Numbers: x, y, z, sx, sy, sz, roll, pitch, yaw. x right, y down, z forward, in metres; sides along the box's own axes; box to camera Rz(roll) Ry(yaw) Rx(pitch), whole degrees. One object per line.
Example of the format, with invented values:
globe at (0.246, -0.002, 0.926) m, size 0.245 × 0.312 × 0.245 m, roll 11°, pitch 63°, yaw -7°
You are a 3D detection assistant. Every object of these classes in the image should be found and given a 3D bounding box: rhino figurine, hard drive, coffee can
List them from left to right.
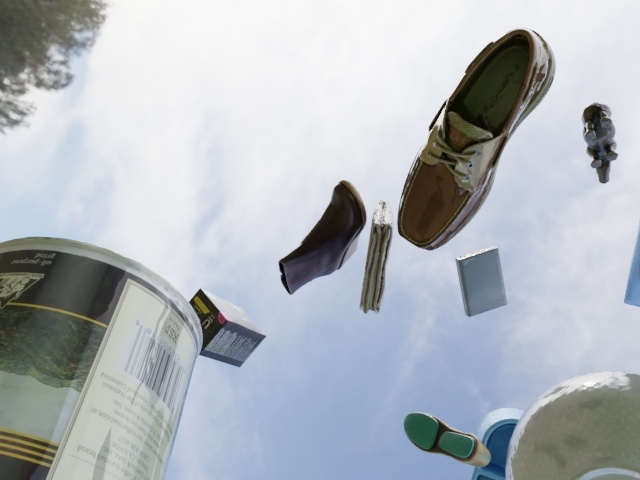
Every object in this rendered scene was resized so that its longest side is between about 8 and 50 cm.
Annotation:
coffee can at (-0.208, 0.163, 0.405) m, size 0.201 × 0.201 × 0.275 m, roll -35°, pitch -148°, yaw 33°
hard drive at (0.345, 0.088, 1.269) m, size 0.022 × 0.094 × 0.135 m, roll -131°, pitch -155°, yaw -72°
rhino figurine at (0.681, -0.229, 1.434) m, size 0.073 × 0.243 × 0.106 m, roll -10°, pitch -135°, yaw 24°

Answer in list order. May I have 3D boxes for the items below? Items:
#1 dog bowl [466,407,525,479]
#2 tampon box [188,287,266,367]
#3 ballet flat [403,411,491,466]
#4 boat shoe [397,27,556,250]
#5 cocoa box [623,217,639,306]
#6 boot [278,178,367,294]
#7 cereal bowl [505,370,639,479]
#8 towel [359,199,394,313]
dog bowl at (0.402, 0.518, 1.289) m, size 0.165 × 0.074 × 0.297 m, roll 17°, pitch -96°, yaw 15°
tampon box at (-0.227, 0.200, 1.338) m, size 0.101 × 0.161 × 0.120 m, roll -50°, pitch -124°, yaw 1°
ballet flat at (0.271, 0.437, 1.281) m, size 0.232 × 0.073 × 0.080 m, roll 6°, pitch -116°, yaw 61°
boat shoe at (0.194, -0.140, 0.800) m, size 0.122 × 0.120 × 0.324 m, roll 32°, pitch -76°, yaw 21°
cocoa box at (0.686, -0.041, 1.021) m, size 0.231 × 0.347 × 0.228 m, roll 14°, pitch -125°, yaw 29°
boot at (0.000, 0.000, 1.310) m, size 0.207 × 0.248 × 0.090 m, roll -32°, pitch -126°, yaw -25°
cereal bowl at (0.430, 0.370, 0.842) m, size 0.338 × 0.141 × 0.339 m, roll 2°, pitch -84°, yaw 26°
towel at (0.118, 0.028, 1.206) m, size 0.282 × 0.049 × 0.187 m, roll -65°, pitch 164°, yaw -75°
